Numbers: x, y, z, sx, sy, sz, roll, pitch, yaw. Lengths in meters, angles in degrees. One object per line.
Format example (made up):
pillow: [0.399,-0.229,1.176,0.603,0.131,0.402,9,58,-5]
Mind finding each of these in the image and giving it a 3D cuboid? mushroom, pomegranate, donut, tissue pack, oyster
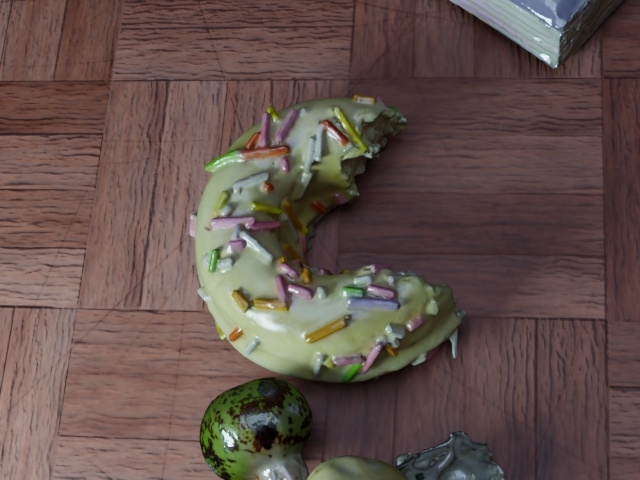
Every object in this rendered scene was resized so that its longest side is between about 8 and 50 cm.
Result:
mushroom: [0.041,0.301,1.382,0.148,0.112,0.148,14,35,-10]
pomegranate: [-0.060,0.234,1.466,0.163,0.125,0.138,42,121,1]
donut: [-0.009,-0.005,1.542,0.307,0.150,0.371,-15,67,2]
tissue pack: [0.254,-0.417,1.688,0.343,0.125,0.242,38,77,20]
oyster: [0.129,0.282,1.457,0.165,0.053,0.108,-14,85,-5]
